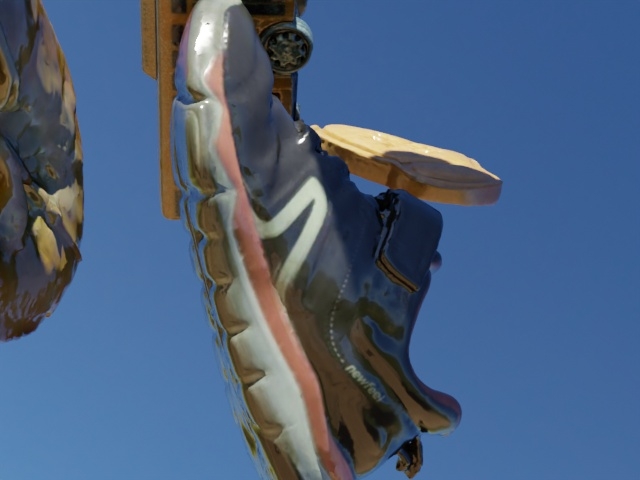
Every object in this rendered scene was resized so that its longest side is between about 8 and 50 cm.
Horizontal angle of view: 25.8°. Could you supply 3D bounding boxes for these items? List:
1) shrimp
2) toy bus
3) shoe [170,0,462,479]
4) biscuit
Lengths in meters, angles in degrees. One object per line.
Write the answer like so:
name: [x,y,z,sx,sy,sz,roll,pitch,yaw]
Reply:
shrimp: [-0.122,-0.038,0.444,0.053,0.133,0.236,1,-11,9]
toy bus: [-0.059,-0.107,0.864,0.103,0.091,0.182,0,-56,-5]
shoe: [0.000,0.000,0.747,0.114,0.137,0.291,150,-75,-78]
biscuit: [0.058,-0.051,0.896,0.140,0.118,0.023,23,-74,39]
